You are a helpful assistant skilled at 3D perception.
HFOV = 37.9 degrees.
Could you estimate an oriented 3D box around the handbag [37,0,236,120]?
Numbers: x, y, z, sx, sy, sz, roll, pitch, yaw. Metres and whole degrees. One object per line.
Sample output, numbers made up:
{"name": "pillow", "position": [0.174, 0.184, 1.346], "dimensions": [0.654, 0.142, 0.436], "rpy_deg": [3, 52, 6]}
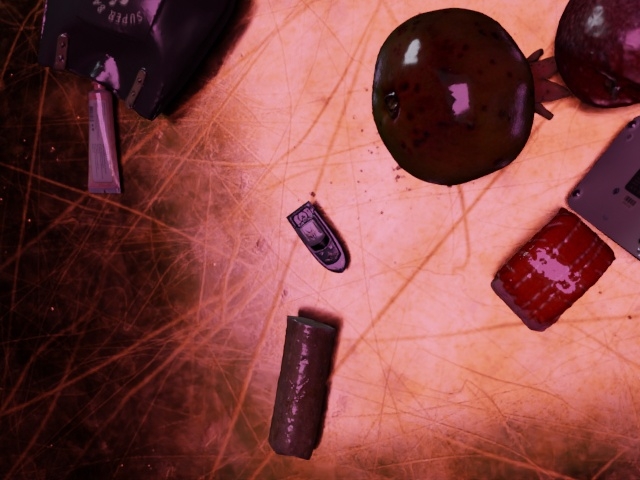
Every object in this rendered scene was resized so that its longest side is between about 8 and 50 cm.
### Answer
{"name": "handbag", "position": [-0.351, -0.394, 1.666], "dimensions": [0.342, 0.152, 0.288], "rpy_deg": [26, 100, 9]}

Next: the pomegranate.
{"name": "pomegranate", "position": [0.232, -0.244, 1.534], "dimensions": [0.290, 0.323, 0.291], "rpy_deg": [18, 121, 33]}

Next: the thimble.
{"name": "thimble", "position": [0.382, 0.051, 1.542], "dimensions": [0.125, 0.163, 0.189], "rpy_deg": [44, 101, 7]}

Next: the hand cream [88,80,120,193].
{"name": "hand cream", "position": [-0.409, -0.193, 1.750], "dimensions": [0.067, 0.043, 0.210], "rpy_deg": [2, 99, 14]}

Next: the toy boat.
{"name": "toy boat", "position": [0.000, 0.000, 1.671], "dimensions": [0.055, 0.060, 0.141], "rpy_deg": [-36, 90, 10]}

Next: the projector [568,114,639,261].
{"name": "projector", "position": [0.528, -0.072, 1.460], "dimensions": [0.108, 0.250, 0.198], "rpy_deg": [33, 102, -26]}

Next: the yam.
{"name": "yam", "position": [-0.036, 0.267, 1.680], "dimensions": [0.093, 0.093, 0.259], "rpy_deg": [11, 96, 11]}

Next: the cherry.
{"name": "cherry", "position": [0.487, -0.333, 1.462], "dimensions": [0.203, 0.230, 0.300], "rpy_deg": [30, 73, -11]}
